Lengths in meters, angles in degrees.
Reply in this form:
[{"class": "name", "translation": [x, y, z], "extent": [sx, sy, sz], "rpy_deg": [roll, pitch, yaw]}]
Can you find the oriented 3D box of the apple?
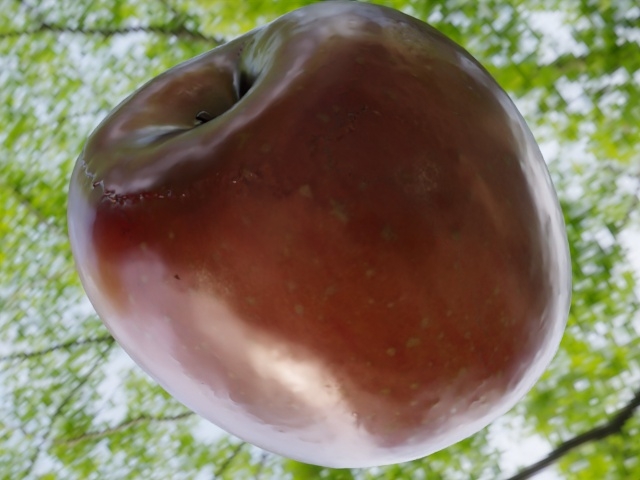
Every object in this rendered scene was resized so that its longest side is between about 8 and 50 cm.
[{"class": "apple", "translation": [0.000, 0.000, 0.704], "extent": [0.181, 0.181, 0.168], "rpy_deg": [-45, -59, -34]}]
